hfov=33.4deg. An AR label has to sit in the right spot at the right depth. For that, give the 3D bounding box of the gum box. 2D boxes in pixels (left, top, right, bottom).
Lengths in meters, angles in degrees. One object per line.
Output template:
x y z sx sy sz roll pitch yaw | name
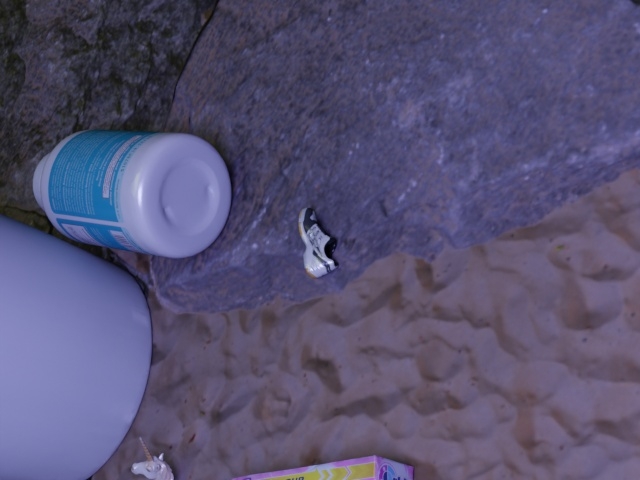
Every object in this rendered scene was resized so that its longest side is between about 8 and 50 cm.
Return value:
-0.006 0.270 0.992 0.188 0.062 0.107 -18 60 36 | gum box

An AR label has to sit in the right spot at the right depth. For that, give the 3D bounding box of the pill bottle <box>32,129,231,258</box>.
-0.242 -0.062 1.300 0.264 0.146 0.146 8 77 43 | pill bottle

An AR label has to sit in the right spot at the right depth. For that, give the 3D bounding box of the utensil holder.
-0.435 0.107 1.228 0.327 0.385 0.328 -18 61 36 | utensil holder

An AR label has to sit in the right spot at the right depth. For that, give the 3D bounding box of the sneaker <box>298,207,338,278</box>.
0.000 0.000 1.139 0.037 0.032 0.083 -20 63 19 | sneaker

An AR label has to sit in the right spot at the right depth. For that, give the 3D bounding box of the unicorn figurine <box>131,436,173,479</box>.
-0.201 0.303 1.166 0.111 0.060 0.162 -20 75 34 | unicorn figurine
